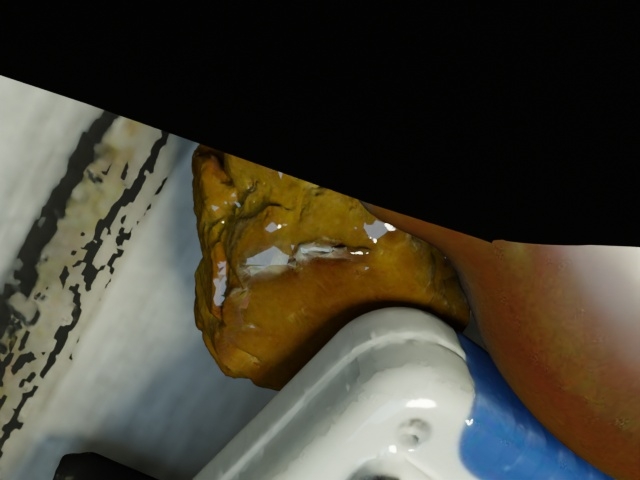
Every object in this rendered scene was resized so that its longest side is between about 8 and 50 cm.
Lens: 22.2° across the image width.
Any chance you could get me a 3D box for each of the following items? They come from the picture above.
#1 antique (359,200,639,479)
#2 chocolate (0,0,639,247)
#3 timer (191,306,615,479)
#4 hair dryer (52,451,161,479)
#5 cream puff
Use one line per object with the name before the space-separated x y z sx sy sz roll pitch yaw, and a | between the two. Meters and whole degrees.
antique | 0.150 -0.023 0.545 0.278 0.129 0.223 15 103 -5
chocolate | 0.033 -0.214 0.330 0.384 0.383 0.331 13 73 4
timer | 0.009 0.159 0.616 0.178 0.078 0.253 34 111 -25
hair dryer | -0.101 0.207 0.746 0.114 0.070 0.248 24 123 -2
cream puff | 0.000 0.000 0.619 0.116 0.094 0.122 -37 126 22
